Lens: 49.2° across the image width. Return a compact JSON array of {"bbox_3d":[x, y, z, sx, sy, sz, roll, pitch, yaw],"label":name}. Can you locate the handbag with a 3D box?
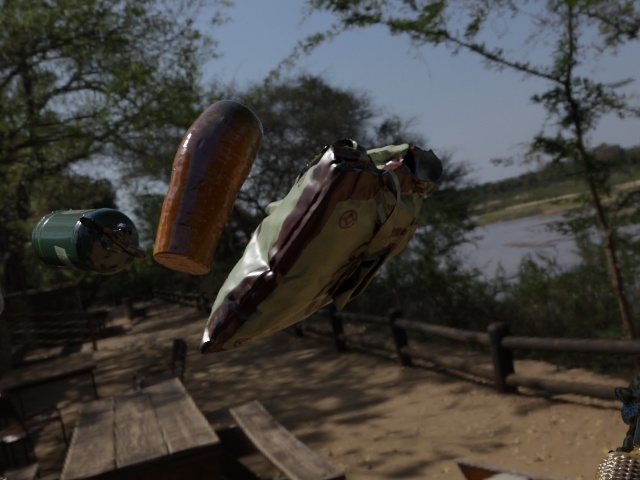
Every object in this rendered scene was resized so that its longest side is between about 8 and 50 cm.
[{"bbox_3d":[0.000,0.000,0.680,0.235,0.127,0.213,-52,-17,28],"label":"handbag"}]

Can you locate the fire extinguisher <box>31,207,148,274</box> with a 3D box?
[{"bbox_3d":[-0.315,-0.001,0.970,0.118,0.093,0.294,33,-18,-32],"label":"fire extinguisher"}]

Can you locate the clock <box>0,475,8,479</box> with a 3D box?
[{"bbox_3d":[-0.347,0.351,0.610,0.244,0.200,0.317,28,13,-25],"label":"clock"}]

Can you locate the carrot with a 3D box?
[{"bbox_3d":[-0.127,-0.061,0.763,0.087,0.193,0.087,20,-17,7],"label":"carrot"}]

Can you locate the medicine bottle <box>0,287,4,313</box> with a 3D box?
[{"bbox_3d":[-0.418,0.032,0.803,0.080,0.130,0.080,0,27,0],"label":"medicine bottle"}]

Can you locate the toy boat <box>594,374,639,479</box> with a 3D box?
[{"bbox_3d":[0.227,0.152,0.501,0.049,0.047,0.149,25,38,15],"label":"toy boat"}]
